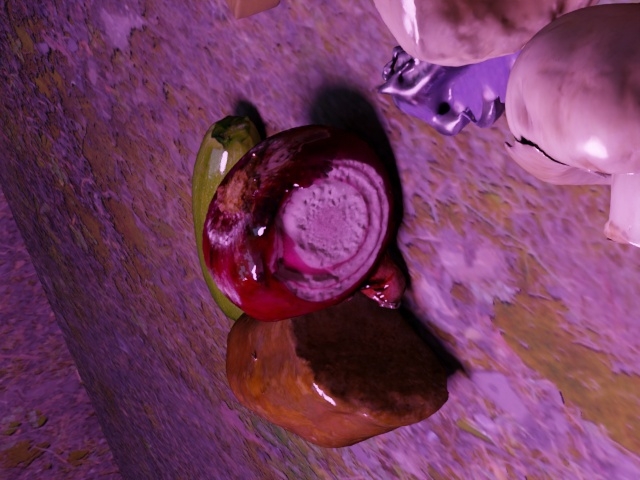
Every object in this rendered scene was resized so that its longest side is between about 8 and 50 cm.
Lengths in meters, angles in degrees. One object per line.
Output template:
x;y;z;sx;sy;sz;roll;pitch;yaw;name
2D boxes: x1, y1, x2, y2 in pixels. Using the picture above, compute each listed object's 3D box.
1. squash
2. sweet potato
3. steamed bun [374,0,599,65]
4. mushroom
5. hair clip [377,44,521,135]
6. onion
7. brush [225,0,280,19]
-0.094;-0.016;1.298;0.082;0.082;0.292;47;153;36;squash
-0.010;0.121;1.184;0.157;0.158;0.370;64;158;-3;sweet potato
0.074;-0.199;0.663;0.155;0.141;0.172;-126;23;-55;steamed bun
0.165;-0.056;0.578;0.154;0.154;0.122;177;93;-67;mushroom
0.088;-0.135;0.800;0.124;0.052;0.195;56;153;3;hair clip
-0.009;-0.007;1.044;0.198;0.173;0.135;39;179;-43;onion
-0.062;-0.288;0.962;0.103;0.047;0.233;55;156;20;brush
